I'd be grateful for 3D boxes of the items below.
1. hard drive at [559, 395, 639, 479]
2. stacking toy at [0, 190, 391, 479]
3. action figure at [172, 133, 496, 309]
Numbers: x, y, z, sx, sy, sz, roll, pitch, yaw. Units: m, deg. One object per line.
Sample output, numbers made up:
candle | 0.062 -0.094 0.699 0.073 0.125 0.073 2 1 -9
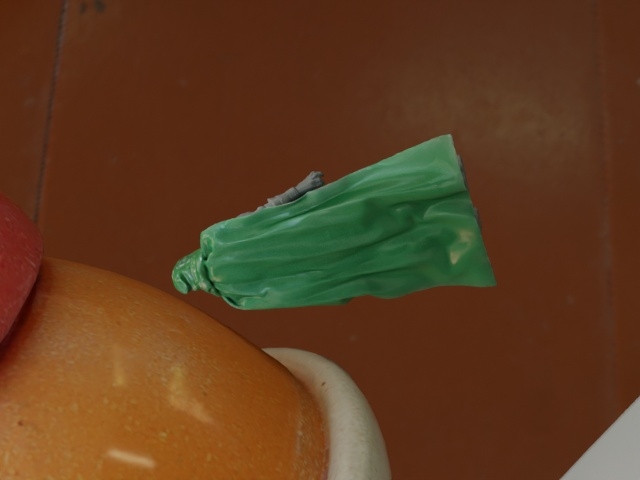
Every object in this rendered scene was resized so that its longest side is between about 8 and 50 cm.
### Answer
hard drive | 0.163 0.048 0.320 0.040 0.318 0.210 43 93 -13
stacking toy | -0.244 0.034 0.508 0.480 0.350 0.350 46 51 -17
action figure | 0.000 0.000 1.207 0.063 0.232 0.137 -89 163 -59
